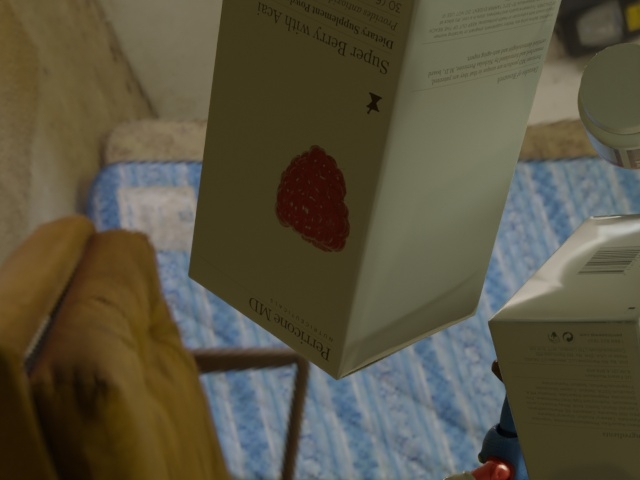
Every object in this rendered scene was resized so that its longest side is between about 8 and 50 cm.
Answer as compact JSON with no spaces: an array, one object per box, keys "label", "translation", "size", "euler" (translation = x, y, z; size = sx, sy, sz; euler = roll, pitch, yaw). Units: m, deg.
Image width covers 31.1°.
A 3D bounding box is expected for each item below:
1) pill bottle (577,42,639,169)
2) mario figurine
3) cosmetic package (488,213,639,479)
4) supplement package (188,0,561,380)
[{"label":"pill bottle","translation":[0.379,-0.163,1.405],"size":[0.221,0.121,0.121],"euler":[22,51,-71]},{"label":"mario figurine","translation":[0.264,0.339,1.788],"size":[0.170,0.198,0.321],"euler":[179,-74,-72]},{"label":"cosmetic package","translation":[0.276,0.119,1.014],"size":[0.224,0.138,0.225],"euler":[-36,115,-47]},{"label":"supplement package","translation":[0.033,-0.079,0.863],"size":[0.177,0.175,0.293],"euler":[31,-56,34]}]
